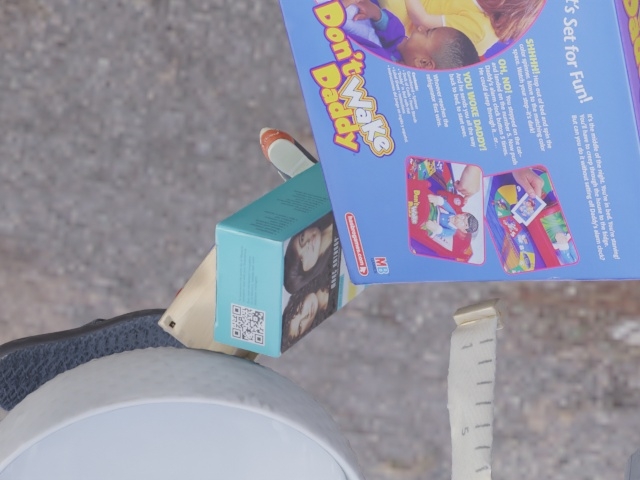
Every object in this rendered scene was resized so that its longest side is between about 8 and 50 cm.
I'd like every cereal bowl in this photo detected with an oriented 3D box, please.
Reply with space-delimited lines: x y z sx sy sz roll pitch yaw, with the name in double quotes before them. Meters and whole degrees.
"cereal bowl" -0.129 0.217 1.408 0.339 0.141 0.339 -5 125 -7

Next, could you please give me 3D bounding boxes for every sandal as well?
"sandal" -0.225 0.118 1.778 0.254 0.097 0.054 -3 -165 -25

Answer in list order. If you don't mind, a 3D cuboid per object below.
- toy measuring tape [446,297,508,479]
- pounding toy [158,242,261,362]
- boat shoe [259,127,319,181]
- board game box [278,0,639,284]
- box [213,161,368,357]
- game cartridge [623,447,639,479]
"toy measuring tape" 0.133 0.209 1.227 0.121 0.330 0.121 3 150 2
"pounding toy" -0.087 0.054 1.553 0.100 0.130 0.141 37 -177 12
"boat shoe" -0.026 -0.085 2.041 0.137 0.049 0.043 45 -177 -40
"board game box" 0.097 -0.142 1.114 0.233 0.078 0.347 -1 115 29
"box" 0.000 0.000 1.392 0.060 0.100 0.244 14 -155 24
"game cartridge" 0.370 0.309 1.445 0.297 0.062 0.198 42 -159 2
